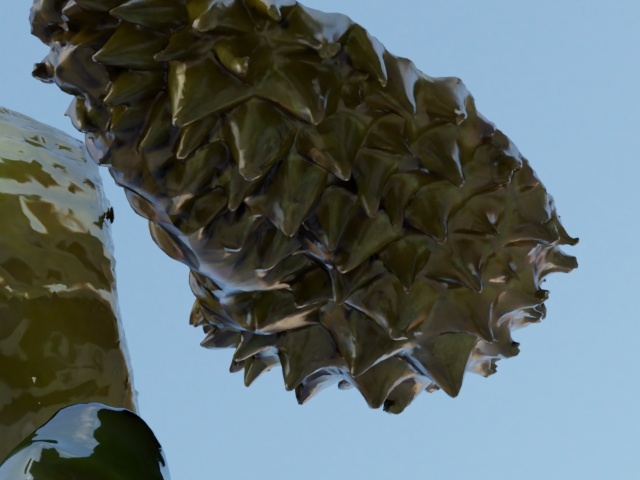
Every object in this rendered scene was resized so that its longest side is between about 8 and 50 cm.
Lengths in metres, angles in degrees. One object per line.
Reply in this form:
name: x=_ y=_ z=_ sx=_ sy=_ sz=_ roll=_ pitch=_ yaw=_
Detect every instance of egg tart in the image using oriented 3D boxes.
egg tart: x=-0.188 y=0.061 z=1.003 sx=0.169 sy=0.388 sz=0.387 roll=-11 pitch=-61 yaw=-10

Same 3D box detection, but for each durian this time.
durian: x=0.000 y=-0.001 z=0.751 sx=0.112 sy=0.191 sz=0.341 roll=-65 pitch=-23 yaw=-19

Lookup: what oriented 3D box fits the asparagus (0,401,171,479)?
asparagus: x=-0.074 y=0.169 z=0.555 sx=0.085 sy=0.343 sz=0.082 roll=-38 pitch=-62 yaw=13
